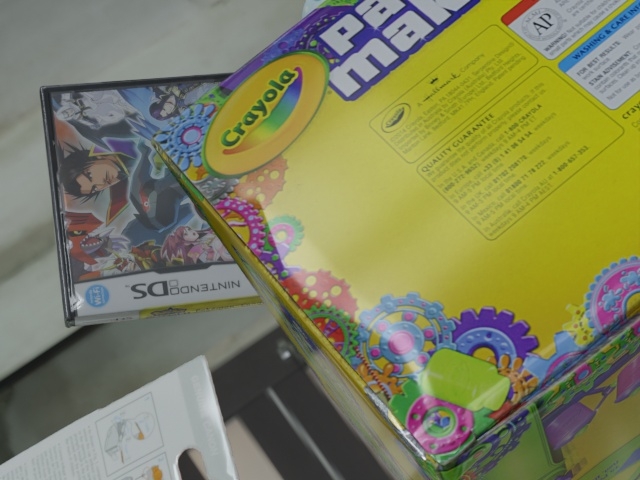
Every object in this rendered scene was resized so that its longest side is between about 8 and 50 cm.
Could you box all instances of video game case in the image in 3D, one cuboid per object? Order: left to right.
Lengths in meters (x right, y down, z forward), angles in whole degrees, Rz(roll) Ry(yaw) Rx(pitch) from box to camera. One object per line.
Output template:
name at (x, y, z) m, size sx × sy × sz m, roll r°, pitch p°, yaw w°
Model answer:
video game case at (-0.170, -0.051, 1.356) m, size 0.035 × 0.248 × 0.274 m, roll 117°, pitch 145°, yaw -68°

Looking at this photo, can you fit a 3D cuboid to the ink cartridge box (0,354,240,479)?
ink cartridge box at (-0.218, 0.337, 1.246) m, size 0.091 × 0.385 × 0.308 m, roll 40°, pitch -155°, yaw -53°

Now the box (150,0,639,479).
box at (0.132, -0.009, 0.534) m, size 0.177 × 0.290 × 0.279 m, roll 47°, pitch 172°, yaw 32°

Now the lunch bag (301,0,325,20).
lunch bag at (0.083, -0.233, 1.477) m, size 0.090 × 0.219 × 0.176 m, roll -124°, pitch 31°, yaw -44°
